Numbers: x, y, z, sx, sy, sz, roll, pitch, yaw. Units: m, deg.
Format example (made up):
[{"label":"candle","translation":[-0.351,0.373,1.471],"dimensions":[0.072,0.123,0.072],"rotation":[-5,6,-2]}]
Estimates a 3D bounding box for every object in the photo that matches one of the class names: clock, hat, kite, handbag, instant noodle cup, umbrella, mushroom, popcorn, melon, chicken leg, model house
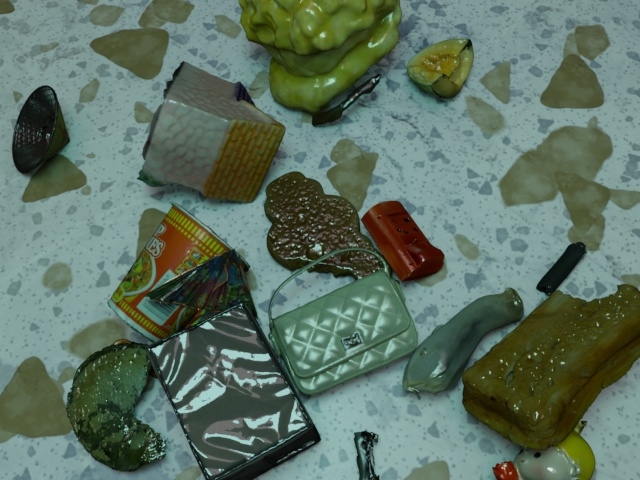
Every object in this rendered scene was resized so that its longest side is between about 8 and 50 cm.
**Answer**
[{"label":"clock","translation":[0.160,-0.005,1.080],"dimensions":[0.113,0.061,0.155],"rotation":[-9,57,-45]},{"label":"hat","translation":[-0.578,-0.227,1.222],"dimensions":[0.192,0.082,0.193],"rotation":[-9,74,36]},{"label":"kite","translation":[-0.182,0.094,0.988],"dimensions":[0.014,0.241,0.184],"rotation":[41,101,43]},{"label":"handbag","translation":[0.031,0.134,1.010],"dimensions":[0.255,0.079,0.219],"rotation":[-23,84,-7]},{"label":"instant noodle cup","translation":[-0.262,0.070,1.032],"dimensions":[0.193,0.193,0.212],"rotation":[36,80,16]},{"label":"umbrella","translation":[0.461,0.052,1.088],"dimensions":[0.036,0.031,0.133],"rotation":[42,73,16]},{"label":"mushroom","translation":[0.252,0.175,1.004],"dimensions":[0.278,0.099,0.096],"rotation":[-40,89,-18]},{"label":"popcorn","translation":[0.002,-0.435,1.184],"dimensions":[0.348,0.349,0.382],"rotation":[-6,104,-1]},{"label":"melon","translation":[0.262,-0.376,1.267],"dimensions":[0.128,0.079,0.160],"rotation":[27,69,34]},{"label":"chicken leg","translation":[0.059,0.437,0.919],"dimensions":[0.105,0.051,0.254],"rotation":[17,64,14]},{"label":"model house","translation":[-0.213,-0.205,1.151],"dimensions":[0.237,0.202,0.237],"rotation":[18,28,-14]}]

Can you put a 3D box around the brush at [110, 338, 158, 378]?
[{"label":"brush","translation":[-0.248,0.251,1.029],"dimensions":[0.314,0.017,0.090],"rotation":[22,66,11]}]

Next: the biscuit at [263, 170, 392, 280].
[{"label":"biscuit","translation":[0.008,-0.004,1.118],"dimensions":[0.319,0.047,0.183],"rotation":[32,74,14]}]

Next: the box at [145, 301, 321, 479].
[{"label":"box","translation":[-0.140,0.250,0.934],"dimensions":[0.188,0.153,0.252],"rotation":[-26,66,-11]}]

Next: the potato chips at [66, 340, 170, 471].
[{"label":"potato chips","translation":[-0.346,0.289,0.985],"dimensions":[0.201,0.029,0.220],"rotation":[-25,70,7]}]

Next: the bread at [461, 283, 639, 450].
[{"label":"bread","translation":[0.406,0.187,0.959],"dimensions":[0.380,0.109,0.185],"rotation":[-31,32,-26]}]

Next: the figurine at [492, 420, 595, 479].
[{"label":"figurine","translation":[0.335,0.378,0.905],"dimensions":[0.185,0.127,0.235],"rotation":[10,77,14]}]
